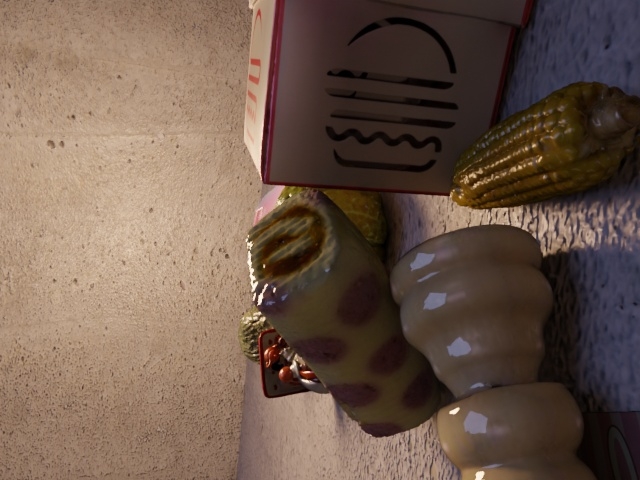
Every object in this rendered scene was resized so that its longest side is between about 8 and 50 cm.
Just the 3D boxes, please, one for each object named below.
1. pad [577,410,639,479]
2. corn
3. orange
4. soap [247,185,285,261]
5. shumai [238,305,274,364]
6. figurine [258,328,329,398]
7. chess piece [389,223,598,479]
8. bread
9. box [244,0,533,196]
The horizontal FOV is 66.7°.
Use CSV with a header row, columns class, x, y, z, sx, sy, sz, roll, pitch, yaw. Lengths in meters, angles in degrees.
class,x,y,z,sx,sy,sz,roll,pitch,yaw
pad,0.257,0.235,0.373,0.300,0.005,0.202,130,142,-65
corn,0.208,-0.083,0.491,0.262,0.097,0.097,157,117,-77
orange,0.000,0.000,0.981,0.300,0.223,0.301,-101,25,-46
soap,-0.091,-0.042,1.400,0.109,0.193,0.323,-113,32,-56
shumai,-0.102,0.235,1.393,0.260,0.225,0.222,-62,0,35
figurine,-0.007,0.271,1.066,0.226,0.184,0.160,-15,79,61
chess piece,0.173,0.150,0.461,0.167,0.167,0.299,117,149,-54
bread,0.040,0.105,0.657,0.338,0.155,0.187,56,-170,-35
box,0.056,-0.246,0.697,0.312,0.314,0.300,-122,37,-66
